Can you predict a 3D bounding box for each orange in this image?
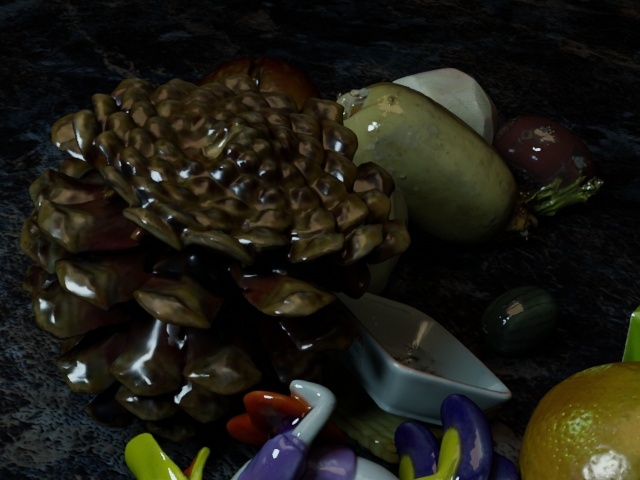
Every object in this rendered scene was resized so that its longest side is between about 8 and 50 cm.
[{"bbox_3d":[0.274,0.199,1.214,0.158,0.179,0.237,51,37,-7],"label":"orange"}]

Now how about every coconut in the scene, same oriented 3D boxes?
[{"bbox_3d":[0.178,-0.171,1.944,0.182,0.171,0.171,-10,32,-28],"label":"coconut"}]

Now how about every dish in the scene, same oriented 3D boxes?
[{"bbox_3d":[0.080,0.120,1.372,0.154,0.064,0.234,17,16,-29],"label":"dish"}]

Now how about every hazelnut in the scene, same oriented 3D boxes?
[{"bbox_3d":[-0.091,-0.127,1.765,0.218,0.234,0.218,27,48,-34],"label":"hazelnut"}]

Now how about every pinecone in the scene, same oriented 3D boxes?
[{"bbox_3d":[-0.117,0.039,1.276,0.384,0.384,0.384,5,28,-3],"label":"pinecone"}]

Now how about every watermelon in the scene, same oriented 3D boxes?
[{"bbox_3d":[0.231,0.095,1.532,0.110,0.078,0.078,-23,39,-36],"label":"watermelon"}]

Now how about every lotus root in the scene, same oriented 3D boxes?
[{"bbox_3d":[0.149,-0.081,1.718,0.342,0.169,0.151,35,53,-23],"label":"lotus root"}]

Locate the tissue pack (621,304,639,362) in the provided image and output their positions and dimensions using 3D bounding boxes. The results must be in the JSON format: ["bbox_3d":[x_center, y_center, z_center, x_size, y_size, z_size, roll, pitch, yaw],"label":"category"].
[{"bbox_3d":[0.474,0.142,1.395,0.274,0.167,0.200,18,30,23],"label":"tissue pack"}]

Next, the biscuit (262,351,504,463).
[{"bbox_3d":[0.058,0.153,1.438,0.172,0.029,0.254,-17,35,-38],"label":"biscuit"}]

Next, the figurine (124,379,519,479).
[{"bbox_3d":[-0.032,0.232,1.155,0.420,0.154,0.193,3,63,-22],"label":"figurine"}]

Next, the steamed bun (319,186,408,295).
[{"bbox_3d":[0.000,0.000,1.565,0.200,0.155,0.250,4,1,-6],"label":"steamed bun"}]

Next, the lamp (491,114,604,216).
[{"bbox_3d":[0.310,-0.102,1.877,0.156,0.135,0.157,36,-2,-10],"label":"lamp"}]
